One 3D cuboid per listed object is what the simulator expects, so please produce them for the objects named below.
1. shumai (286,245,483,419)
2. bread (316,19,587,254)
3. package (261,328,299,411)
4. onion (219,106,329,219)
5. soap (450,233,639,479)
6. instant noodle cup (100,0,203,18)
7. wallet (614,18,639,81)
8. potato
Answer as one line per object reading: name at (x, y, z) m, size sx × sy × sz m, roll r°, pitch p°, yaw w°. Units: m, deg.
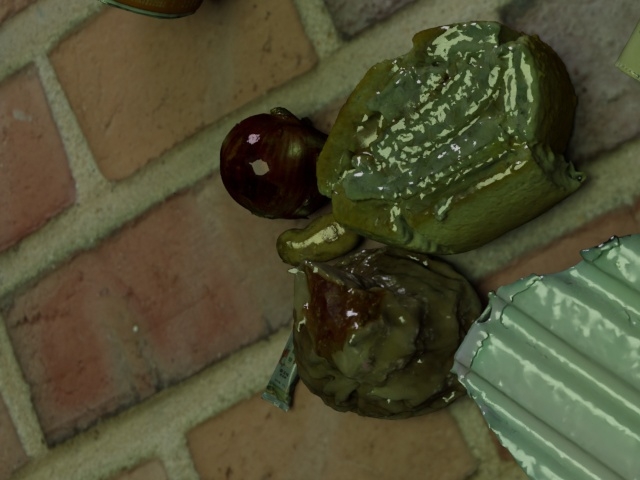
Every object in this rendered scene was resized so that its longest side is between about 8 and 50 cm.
shumai at (0.038, 0.087, 1.801) m, size 0.206 × 0.175 × 0.166 m, roll -8°, pitch 86°, yaw 32°
bread at (0.116, -0.084, 1.780) m, size 0.257 × 0.124 × 0.186 m, roll -37°, pitch 64°, yaw 23°
package at (-0.025, 0.116, 1.931) m, size 0.037 × 0.015 × 0.110 m, roll 31°, pitch 104°, yaw 32°
onion at (-0.044, -0.075, 1.892) m, size 0.117 × 0.118 × 0.118 m, roll 5°, pitch 93°, yaw 35°
soap at (0.335, 0.168, 1.636) m, size 0.446 × 0.156 × 0.261 m, roll 33°, pitch 107°, yaw 26°
instant noodle cup at (-0.168, -0.331, 1.915) m, size 0.216 × 0.216 × 0.172 m, roll 35°, pitch 116°, yaw 26°
wallet at (0.337, -0.196, 1.702) m, size 0.110 × 0.039 × 0.155 m, roll 35°, pitch 108°, yaw 27°
potato at (0.000, 0.000, 1.900) m, size 0.092 × 0.046 × 0.045 m, roll -22°, pitch 79°, yaw 17°
